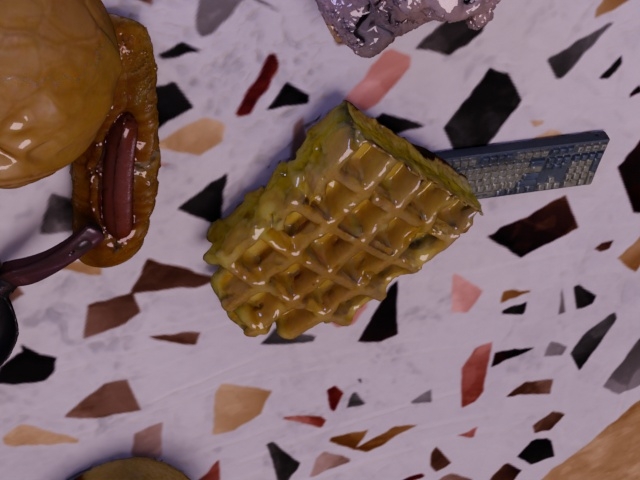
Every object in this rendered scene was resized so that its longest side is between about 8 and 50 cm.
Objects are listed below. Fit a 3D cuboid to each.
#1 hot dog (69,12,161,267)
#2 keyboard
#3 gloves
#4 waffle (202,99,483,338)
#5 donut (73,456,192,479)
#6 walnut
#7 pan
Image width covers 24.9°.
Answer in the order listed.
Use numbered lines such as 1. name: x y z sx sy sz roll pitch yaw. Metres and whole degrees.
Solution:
1. hot dog: -0.142 -0.062 1.014 0.066 0.047 0.216 -11 135 -23
2. keyboard: 0.158 -0.059 1.208 0.176 0.014 0.055 -8 137 -22
3. gloves: 0.066 -0.181 0.984 0.110 0.094 0.144 29 121 -31
4. waffle: 0.000 0.000 1.140 0.211 0.055 0.160 -41 136 21
5. donut: -0.170 0.267 1.300 0.166 0.073 0.184 -34 137 6
6. walnut: -0.219 -0.105 0.854 0.206 0.159 0.159 5 128 -39
7. pan: -0.244 0.038 1.058 0.212 0.040 0.115 -35 138 17
